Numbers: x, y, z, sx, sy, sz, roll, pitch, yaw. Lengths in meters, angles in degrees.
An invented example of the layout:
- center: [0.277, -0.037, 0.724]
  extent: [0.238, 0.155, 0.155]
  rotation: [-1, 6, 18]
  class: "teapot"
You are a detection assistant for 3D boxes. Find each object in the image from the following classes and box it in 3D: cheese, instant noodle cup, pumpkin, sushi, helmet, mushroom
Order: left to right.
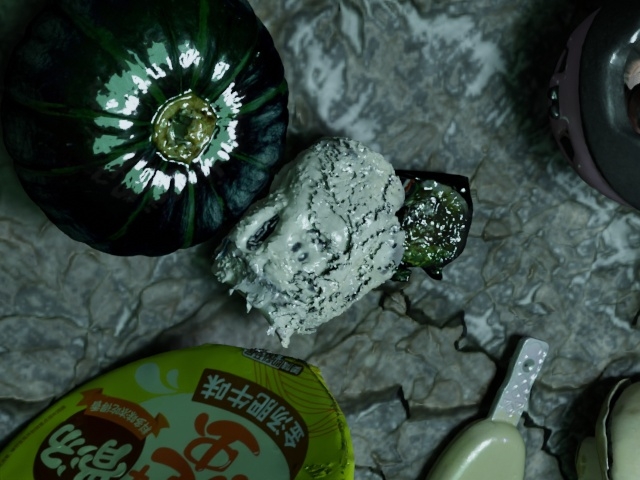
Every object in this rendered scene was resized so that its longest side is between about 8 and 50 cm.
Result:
- center: [-0.113, -0.086, 0.957]
  extent: [0.202, 0.140, 0.202]
  rotation: [-10, 114, -24]
  class: "pumpkin"
- center: [-0.083, 0.254, 1.015]
  extent: [0.311, 0.311, 0.221]
  rotation: [-35, 129, -13]
  class: "instant noodle cup"
- center: [0.073, -0.012, 1.127]
  extent: [0.083, 0.056, 0.084]
  rotation: [-3, 104, -36]
  class: "sushi"
- center: [0.149, 0.172, 1.235]
  extent: [0.097, 0.037, 0.192]
  rotation: [18, 99, -32]
  class: "cheese"
- center: [0.289, 0.197, 1.275]
  extent: [0.154, 0.122, 0.154]
  rotation: [14, 73, -58]
  class: "mushroom"
- center: [0.284, -0.109, 1.148]
  extent: [0.253, 0.154, 0.198]
  rotation: [-4, 89, -45]
  class: "helmet"

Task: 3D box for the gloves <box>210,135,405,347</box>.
- center: [-0.001, -0.001, 1.061]
  extent: [0.114, 0.070, 0.153]
  rotation: [44, 88, 6]
  class: "gloves"
